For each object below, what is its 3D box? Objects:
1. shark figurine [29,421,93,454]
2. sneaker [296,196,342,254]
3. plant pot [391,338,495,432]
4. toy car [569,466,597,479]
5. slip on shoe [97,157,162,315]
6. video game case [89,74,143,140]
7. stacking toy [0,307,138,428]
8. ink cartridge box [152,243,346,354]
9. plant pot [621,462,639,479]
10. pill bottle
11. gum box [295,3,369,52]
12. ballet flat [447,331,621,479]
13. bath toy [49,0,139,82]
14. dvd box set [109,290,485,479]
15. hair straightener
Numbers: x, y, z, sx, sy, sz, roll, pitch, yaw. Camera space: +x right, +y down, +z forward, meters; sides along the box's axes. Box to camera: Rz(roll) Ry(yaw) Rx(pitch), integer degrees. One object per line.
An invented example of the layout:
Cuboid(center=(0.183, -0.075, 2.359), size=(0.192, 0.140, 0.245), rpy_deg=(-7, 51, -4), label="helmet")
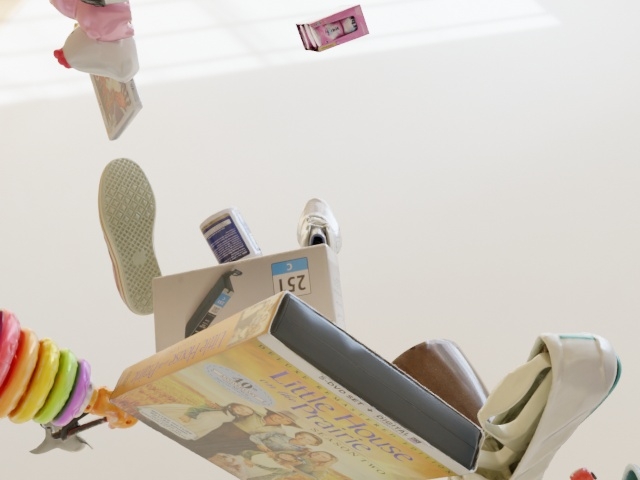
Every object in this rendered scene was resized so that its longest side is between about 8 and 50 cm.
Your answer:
Cuboid(center=(-0.603, 0.402, 1.768), size=(0.116, 0.278, 0.166), rpy_deg=(-39, -150, -19), label="shark figurine")
Cuboid(center=(0.000, 0.000, 1.859), size=(0.129, 0.111, 0.297), rpy_deg=(91, -4, -46), label="sneaker")
Cuboid(center=(0.239, 0.333, 1.468), size=(0.215, 0.215, 0.230), rpy_deg=(-50, -137, 8), label="plant pot")
Cuboid(center=(0.707, 0.659, 1.900), size=(0.053, 0.225, 0.238), rpy_deg=(-1, 89, -78), label="toy car")
Cuboid(center=(-0.399, -0.007, 1.688), size=(0.123, 0.331, 0.101), rpy_deg=(-12, -177, -29), label="slip on shoe")
Cuboid(center=(-0.393, -0.302, 1.519), size=(0.023, 0.183, 0.201), rpy_deg=(-16, 177, -29), label="video game case")
Cuboid(center=(-0.401, 0.214, 1.202), size=(0.175, 0.302, 0.166), rpy_deg=(-58, -151, 9), label="stacking toy")
Cuboid(center=(-0.107, 0.161, 1.247), size=(0.297, 0.261, 0.066), rpy_deg=(-12, 161, 13), label="ink cartridge box")
Cuboid(center=(0.712, 0.565, 1.389), size=(0.341, 0.334, 0.340), rpy_deg=(-1, 90, -78), label="plant pot")
Cuboid(center=(-0.179, 0.021, 1.717), size=(0.094, 0.169, 0.094), rpy_deg=(-29, 173, -4), label="pill bottle")
Cuboid(center=(0.022, -0.428, 1.631), size=(0.107, 0.062, 0.188), rpy_deg=(-22, -162, -5), label="gum box")
Cuboid(center=(0.256, 0.282, 1.122), size=(0.400, 0.139, 0.139), rpy_deg=(-63, 174, 21), label="ballet flat")
Cuboid(center=(-0.333, -0.349, 1.135), size=(0.129, 0.151, 0.348), rpy_deg=(-10, 159, -11), label="bath toy")
Cuboid(center=(-0.051, 0.220, 1.020), size=(0.420, 0.308, 0.062), rpy_deg=(-28, -148, 49), label="dvd box set")
Cuboid(center=(-0.384, 0.269, 1.358), size=(0.231, 0.089, 0.047), rpy_deg=(-25, -178, 21), label="hair straightener")
